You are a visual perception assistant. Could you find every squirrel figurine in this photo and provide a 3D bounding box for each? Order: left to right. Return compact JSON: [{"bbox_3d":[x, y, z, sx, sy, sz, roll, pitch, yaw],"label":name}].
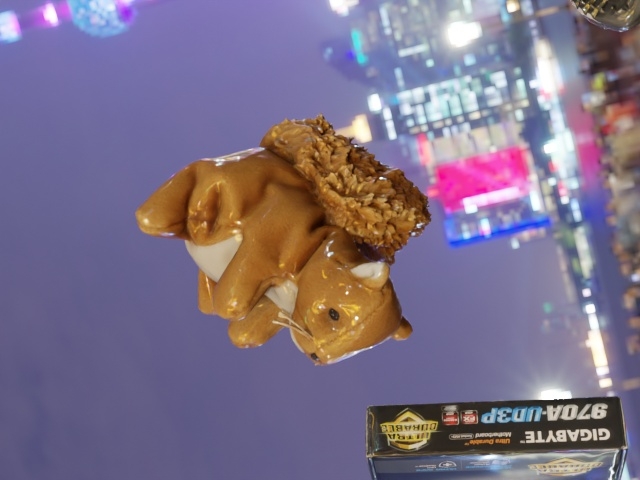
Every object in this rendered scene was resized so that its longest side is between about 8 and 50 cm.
[{"bbox_3d":[0.000,0.000,1.995,0.370,0.397,0.281,28,153,36],"label":"squirrel figurine"}]

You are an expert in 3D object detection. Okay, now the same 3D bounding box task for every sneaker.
[{"bbox_3d":[0.307,-0.265,1.401,0.106,0.078,0.234,34,-164,-25],"label":"sneaker"}]

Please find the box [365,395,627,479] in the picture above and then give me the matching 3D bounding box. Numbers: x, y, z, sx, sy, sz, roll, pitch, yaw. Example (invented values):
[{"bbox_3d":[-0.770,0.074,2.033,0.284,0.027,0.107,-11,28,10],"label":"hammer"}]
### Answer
[{"bbox_3d":[0.156,0.197,1.187,0.175,0.220,0.051,77,-169,-61],"label":"box"}]
